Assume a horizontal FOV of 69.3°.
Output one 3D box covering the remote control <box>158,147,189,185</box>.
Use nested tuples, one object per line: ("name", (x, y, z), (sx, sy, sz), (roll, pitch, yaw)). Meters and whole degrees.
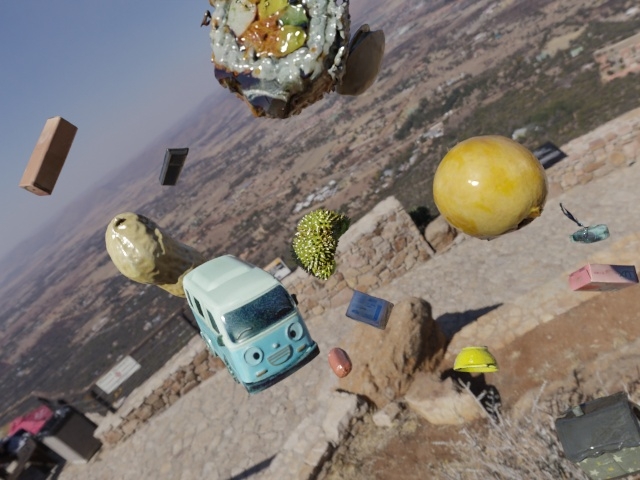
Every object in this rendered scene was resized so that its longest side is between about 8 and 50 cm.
("remote control", (-0.429, -0.212, 1.345), (0.063, 0.025, 0.245), (-4, -12, -24))

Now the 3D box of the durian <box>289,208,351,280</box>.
("durian", (-0.002, 0.003, 1.524), (0.236, 0.177, 0.200), (-62, 21, 16))

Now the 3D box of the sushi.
("sushi", (-0.101, -0.530, 1.205), (0.418, 0.417, 0.176), (-30, -6, 17))

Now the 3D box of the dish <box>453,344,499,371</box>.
("dish", (0.534, 0.406, 1.592), (0.149, 0.207, 0.080), (1, 69, 1))

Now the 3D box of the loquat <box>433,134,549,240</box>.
("loquat", (0.228, -0.073, 0.630), (0.163, 0.137, 0.163), (3, 45, -4))

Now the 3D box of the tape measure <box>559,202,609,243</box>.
("tape measure", (0.912, -0.073, 1.600), (0.107, 0.179, 0.104), (-18, -16, 1))

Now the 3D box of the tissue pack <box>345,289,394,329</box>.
("tissue pack", (0.119, 0.166, 1.104), (0.094, 0.059, 0.074), (17, 77, 29))

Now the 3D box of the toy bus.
("toy bus", (-0.130, 0.117, 0.759), (0.133, 0.164, 0.271), (-27, 19, -23))

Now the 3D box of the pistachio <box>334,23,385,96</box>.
("pistachio", (0.108, -0.499, 1.299), (0.126, 0.152, 0.223), (26, 76, 18))

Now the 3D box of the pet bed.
("pet bed", (0.769, 0.514, 1.250), (0.211, 0.159, 0.183), (-38, 9, 32))

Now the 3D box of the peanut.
("peanut", (-0.422, 0.054, 1.196), (0.143, 0.291, 0.159), (-29, 35, 37))

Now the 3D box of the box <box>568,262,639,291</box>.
("box", (0.833, 0.113, 1.370), (0.111, 0.156, 0.060), (96, 176, -70))

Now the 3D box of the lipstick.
("lipstick", (-0.506, -0.157, 0.864), (0.045, 0.045, 0.145), (-2, 67, 30))

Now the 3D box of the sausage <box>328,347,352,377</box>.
("sausage", (0.055, 0.336, 1.288), (0.059, 0.054, 0.094), (-12, 33, -15))
